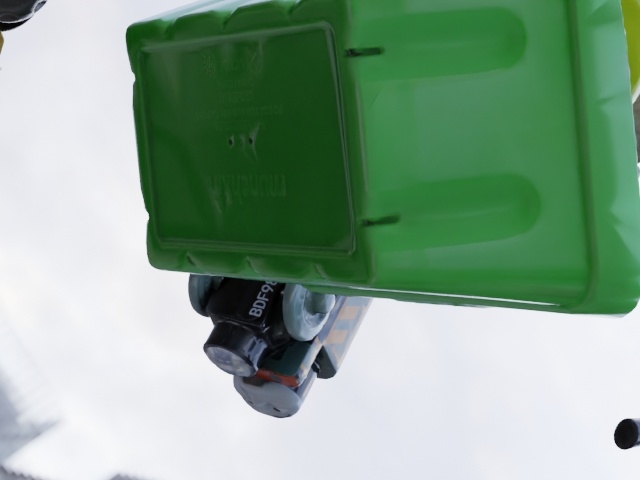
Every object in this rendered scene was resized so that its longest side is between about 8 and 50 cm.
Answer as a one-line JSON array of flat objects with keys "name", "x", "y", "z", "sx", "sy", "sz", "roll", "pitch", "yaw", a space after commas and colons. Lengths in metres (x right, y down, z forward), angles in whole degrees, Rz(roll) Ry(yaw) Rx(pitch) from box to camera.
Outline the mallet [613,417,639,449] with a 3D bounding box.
[{"name": "mallet", "x": 0.233, "y": 0.088, "z": 1.033, "sx": 0.062, "sy": 0.189, "sz": 0.039, "roll": -52, "pitch": -125, "yaw": 31}]

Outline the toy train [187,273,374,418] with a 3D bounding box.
[{"name": "toy train", "x": 0.000, "y": 0.000, "z": 1.738, "sx": 0.142, "sy": 0.334, "sz": 0.190, "roll": 12, "pitch": -29, "yaw": 27}]

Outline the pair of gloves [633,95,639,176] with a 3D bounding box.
[{"name": "pair of gloves", "x": 0.276, "y": -0.044, "z": 1.552, "sx": 0.240, "sy": 0.042, "sz": 0.204, "roll": 62, "pitch": -14, "yaw": -14}]

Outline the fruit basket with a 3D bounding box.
[{"name": "fruit basket", "x": 0.099, "y": -0.099, "z": 1.242, "sx": 0.392, "sy": 0.392, "sz": 0.283, "roll": 2, "pitch": -81, "yaw": 55}]

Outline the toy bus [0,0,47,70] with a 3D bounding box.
[{"name": "toy bus", "x": -0.274, "y": -0.252, "z": 1.338, "sx": 0.211, "sy": 0.220, "sz": 0.149, "roll": 18, "pitch": -2, "yaw": -15}]
